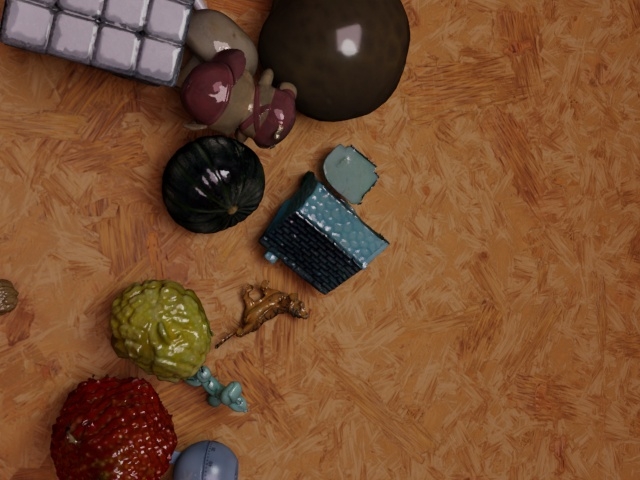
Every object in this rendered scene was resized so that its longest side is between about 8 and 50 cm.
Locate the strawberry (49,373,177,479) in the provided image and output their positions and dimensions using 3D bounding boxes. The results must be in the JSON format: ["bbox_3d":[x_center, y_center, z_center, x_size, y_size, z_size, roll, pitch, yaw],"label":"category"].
[{"bbox_3d":[-0.444,0.421,1.540,0.292,0.343,0.292,1,84,-9],"label":"strawberry"}]

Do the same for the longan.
[{"bbox_3d":[0.037,-0.486,1.792,0.404,0.336,0.404,2,84,-17],"label":"longan"}]

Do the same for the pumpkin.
[{"bbox_3d":[-0.252,-0.135,1.730,0.250,0.216,0.250,-15,128,-20],"label":"pumpkin"}]

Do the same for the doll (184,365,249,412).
[{"bbox_3d":[-0.240,0.353,1.742,0.159,0.158,0.059,46,61,-11],"label":"doll"}]

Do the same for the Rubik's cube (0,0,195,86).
[{"bbox_3d":[-0.440,-0.521,1.511,0.344,0.337,0.344,12,99,-22],"label":"Rubik's cube"}]

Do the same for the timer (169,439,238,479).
[{"bbox_3d":[-0.309,0.545,1.731,0.175,0.255,0.175,0,90,-65],"label":"timer"}]

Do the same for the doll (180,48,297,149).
[{"bbox_3d":[-0.180,-0.308,1.625,0.256,0.152,0.196,19,73,-25],"label":"doll"}]

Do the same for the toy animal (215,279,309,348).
[{"bbox_3d":[-0.162,0.190,1.829,0.255,0.114,0.116,-30,145,-19],"label":"toy animal"}]

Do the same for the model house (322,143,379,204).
[{"bbox_3d":[0.085,-0.183,1.947,0.148,0.148,0.119,40,102,2],"label":"model house"}]

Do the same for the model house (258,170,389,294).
[{"bbox_3d":[0.000,0.000,1.862,0.261,0.226,0.241,41,93,-16],"label":"model house"}]

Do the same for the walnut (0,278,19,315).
[{"bbox_3d":[-0.691,0.122,1.568,0.096,0.082,0.079,-12,64,-33],"label":"walnut"}]

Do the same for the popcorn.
[{"bbox_3d":[-0.359,0.213,1.675,0.237,0.251,0.206,13,55,9],"label":"popcorn"}]

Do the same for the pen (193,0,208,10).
[{"bbox_3d":[-0.329,-0.624,1.783,0.033,0.033,0.269,-40,106,-21],"label":"pen"}]

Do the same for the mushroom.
[{"bbox_3d":[-0.261,-0.424,1.729,0.207,0.207,0.215,42,89,-20],"label":"mushroom"}]
